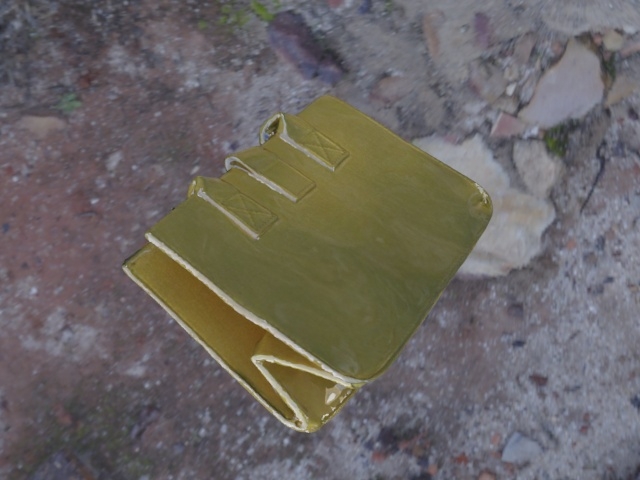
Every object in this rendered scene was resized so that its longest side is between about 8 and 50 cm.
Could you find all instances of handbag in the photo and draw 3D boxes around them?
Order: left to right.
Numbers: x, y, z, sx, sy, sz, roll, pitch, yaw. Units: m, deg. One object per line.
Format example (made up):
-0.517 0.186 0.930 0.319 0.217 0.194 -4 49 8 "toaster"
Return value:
0.000 0.000 1.138 0.283 0.401 0.133 41 132 4 "handbag"
